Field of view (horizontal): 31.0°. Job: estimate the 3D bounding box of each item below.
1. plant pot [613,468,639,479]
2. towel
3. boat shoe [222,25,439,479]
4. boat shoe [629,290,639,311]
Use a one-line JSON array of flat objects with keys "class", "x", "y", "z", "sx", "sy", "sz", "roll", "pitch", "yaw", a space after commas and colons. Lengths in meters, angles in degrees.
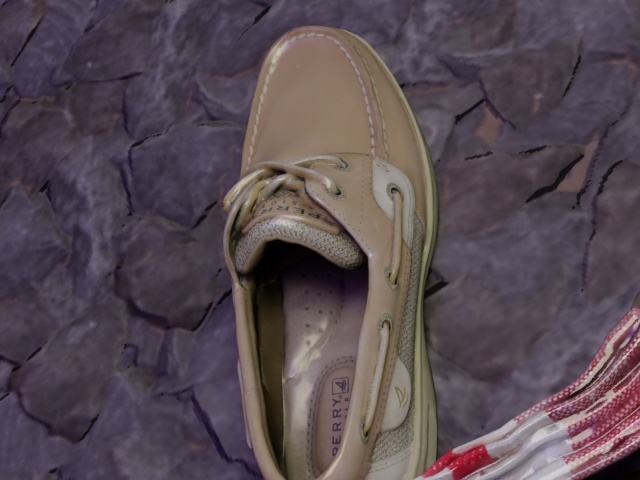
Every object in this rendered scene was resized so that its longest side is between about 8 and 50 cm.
[{"class": "plant pot", "x": 0.071, "y": 0.227, "z": 0.401, "sx": 0.293, "sy": 0.275, "sz": 0.274, "roll": -40, "pitch": 55, "yaw": -17}, {"class": "towel", "x": -0.009, "y": 0.133, "z": 0.449, "sx": 0.329, "sy": 0.237, "sz": 0.037, "roll": -29, "pitch": 73, "yaw": 1}, {"class": "boat shoe", "x": 0.000, "y": 0.000, "z": 0.611, "sx": 0.109, "sy": 0.098, "sz": 0.302, "roll": -12, "pitch": 62, "yaw": 19}, {"class": "boat shoe", "x": 0.244, "y": 0.115, "z": 0.438, "sx": 0.324, "sy": 0.116, "sz": 0.097, "roll": 36, "pitch": 81, "yaw": 27}]
